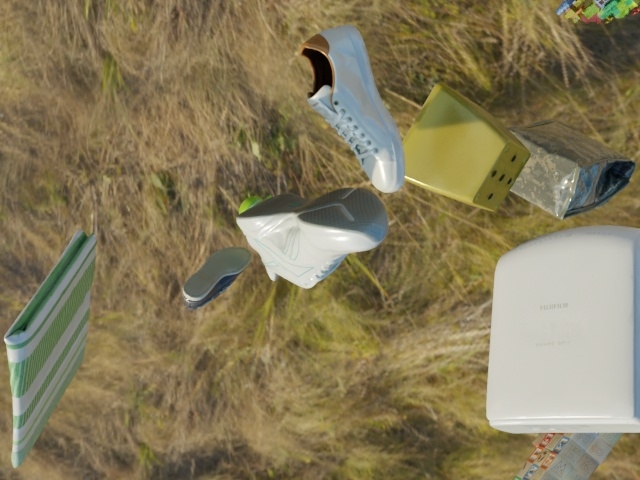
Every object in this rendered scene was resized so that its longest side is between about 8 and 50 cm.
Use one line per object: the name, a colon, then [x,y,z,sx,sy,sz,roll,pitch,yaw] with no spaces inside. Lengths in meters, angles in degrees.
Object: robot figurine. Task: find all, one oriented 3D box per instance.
robot figurine: [-0.133,-0.053,1.818,0.115,0.067,0.101,41,88,11]

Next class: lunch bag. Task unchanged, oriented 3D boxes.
lunch bag: [0.592,-0.182,1.975,0.287,0.235,0.169,-16,129,-38]

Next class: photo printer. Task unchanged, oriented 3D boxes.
photo printer: [0.375,0.127,1.212,0.107,0.307,0.256,26,153,-39]

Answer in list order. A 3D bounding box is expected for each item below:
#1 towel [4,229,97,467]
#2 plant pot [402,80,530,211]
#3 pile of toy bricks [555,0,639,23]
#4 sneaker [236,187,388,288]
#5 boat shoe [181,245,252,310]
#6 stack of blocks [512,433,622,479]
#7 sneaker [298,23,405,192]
towel: [-0.422,0.168,1.272,0.038,0.248,0.325,20,133,-1]
plant pot: [0.306,-0.175,1.698,0.212,0.187,0.212,11,111,-57]
pile of toy bricks: [0.535,-0.448,1.487,0.105,0.118,0.212,43,146,-4]
sneaker: [0.000,0.000,0.557,0.054,0.152,0.061,-29,106,-29]
boat shoe: [-0.232,0.083,1.815,0.206,0.075,0.065,-41,158,-41]
stack of blocks: [0.540,0.470,1.804,0.087,0.171,0.297,39,82,1]
sneaker: [0.042,-0.204,1.352,0.123,0.106,0.290,-24,94,-29]
